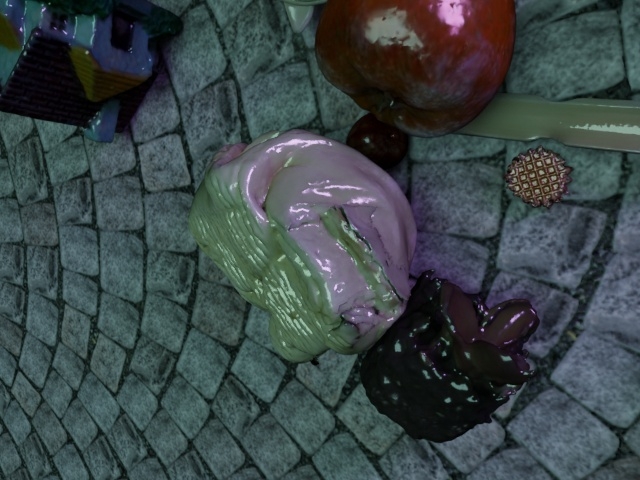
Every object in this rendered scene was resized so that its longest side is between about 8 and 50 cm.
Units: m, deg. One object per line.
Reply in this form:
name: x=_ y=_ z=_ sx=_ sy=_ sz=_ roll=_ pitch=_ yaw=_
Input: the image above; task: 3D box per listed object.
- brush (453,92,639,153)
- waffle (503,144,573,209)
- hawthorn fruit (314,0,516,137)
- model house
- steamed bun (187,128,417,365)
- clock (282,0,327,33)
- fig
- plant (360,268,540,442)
brush: x=0.311 y=-0.148 z=0.656 sx=0.321 sy=0.050 sz=0.060 roll=15 pitch=108 yaw=34
waffle: x=0.285 y=-0.081 z=0.686 sx=0.083 sy=0.029 sz=0.075 roll=37 pitch=117 yaw=16
hawthorn fruit: x=0.110 y=-0.260 z=0.638 sx=0.231 sy=0.235 sz=0.263 roll=-7 pitch=87 yaw=38
model house: x=-0.417 y=-0.299 z=0.900 sx=0.230 sy=0.280 sz=0.249 roll=14 pitch=99 yaw=28
steamed bun: x=0.000 y=0.000 z=0.748 sx=0.394 sy=0.237 sz=0.347 roll=30 pitch=145 yaw=41
clock: x=-0.015 y=-0.466 z=0.717 sx=0.265 sy=0.108 sz=0.324 roll=-4 pitch=110 yaw=28
fig: x=0.069 y=-0.140 z=0.781 sx=0.125 sy=0.088 sz=0.089 roll=-8 pitch=95 yaw=58
plant: x=0.170 y=0.146 z=0.697 sx=0.178 sy=0.204 sz=0.234 roll=37 pitch=125 yaw=9
